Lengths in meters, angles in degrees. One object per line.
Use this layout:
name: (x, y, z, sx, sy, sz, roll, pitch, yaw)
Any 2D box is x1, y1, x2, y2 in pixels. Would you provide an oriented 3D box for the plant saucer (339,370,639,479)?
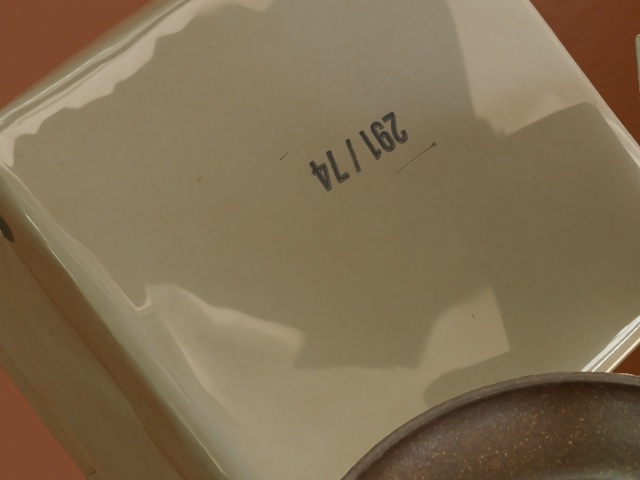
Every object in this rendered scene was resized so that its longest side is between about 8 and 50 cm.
plant saucer: (0.084, 0.136, 0.564, 0.198, 0.036, 0.199, -4, 57, 7)

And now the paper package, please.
paper package: (0.000, 0.000, 0.967, 0.325, 0.168, 0.309, -39, 92, -30)

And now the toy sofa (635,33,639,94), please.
toy sofa: (0.327, -0.038, 0.806, 0.362, 0.177, 0.150, -3, 95, 27)
